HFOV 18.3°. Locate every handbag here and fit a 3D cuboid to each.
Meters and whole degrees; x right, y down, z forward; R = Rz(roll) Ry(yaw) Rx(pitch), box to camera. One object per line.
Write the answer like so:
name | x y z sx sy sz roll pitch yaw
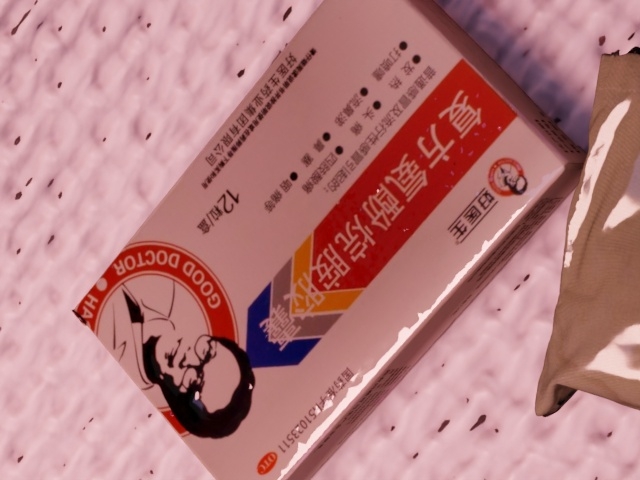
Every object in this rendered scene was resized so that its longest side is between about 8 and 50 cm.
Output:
handbag | 0.292 0.015 1.231 0.315 0.109 0.253 10 93 33

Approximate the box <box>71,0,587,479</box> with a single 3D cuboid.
box | 0.000 0.000 1.411 0.214 0.069 0.353 47 113 19
